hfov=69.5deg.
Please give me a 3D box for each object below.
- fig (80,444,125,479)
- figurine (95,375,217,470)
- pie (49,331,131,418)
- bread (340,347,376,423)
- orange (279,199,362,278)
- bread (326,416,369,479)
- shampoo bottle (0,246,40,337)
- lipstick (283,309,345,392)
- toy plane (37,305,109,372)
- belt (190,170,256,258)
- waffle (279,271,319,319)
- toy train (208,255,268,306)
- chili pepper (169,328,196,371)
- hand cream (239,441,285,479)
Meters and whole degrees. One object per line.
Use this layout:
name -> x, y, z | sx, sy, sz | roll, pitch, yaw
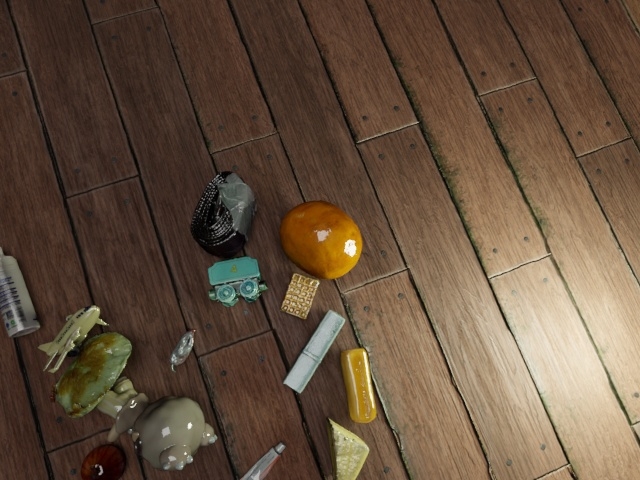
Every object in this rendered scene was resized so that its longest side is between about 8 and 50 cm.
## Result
fig -> -0.660, 0.691, 1.414 | 0.128, 0.150, 0.128 | 22, 54, -34
figurine -> -0.514, 0.553, 1.421 | 0.381, 0.248, 0.203 | 23, 93, 15
pie -> -0.704, 0.413, 1.429 | 0.105, 0.257, 0.274 | 47, 65, -40
bread -> 0.123, 0.483, 1.542 | 0.093, 0.074, 0.239 | -5, 80, -22
orange -> 0.000, 0.000, 1.526 | 0.284, 0.284, 0.226 | 38, 72, 4
bread -> 0.041, 0.665, 1.411 | 0.135, 0.240, 0.178 | 29, 77, 2
shampoo bottle -> -1.018, 0.162, 1.512 | 0.092, 0.092, 0.303 | -24, 80, -9
lipstick -> -0.018, 0.369, 1.553 | 0.077, 0.076, 0.289 | 33, 78, 4
toy plane -> -0.773, 0.291, 1.440 | 0.256, 0.242, 0.104 | -34, 124, 8
belt -> -0.326, -0.095, 1.563 | 0.184, 0.164, 0.289 | 7, 67, 15
waffle -> -0.072, 0.192, 1.603 | 0.103, 0.042, 0.148 | 20, 77, -2
toy train -> -0.285, 0.139, 1.570 | 0.198, 0.107, 0.154 | -11, 72, -6
chili pepper -> -0.460, 0.363, 1.539 | 0.050, 0.041, 0.153 | 40, 74, -39
hand cream -> -0.192, 0.740, 1.487 | 0.216, 0.038, 0.052 | -45, 61, -6
